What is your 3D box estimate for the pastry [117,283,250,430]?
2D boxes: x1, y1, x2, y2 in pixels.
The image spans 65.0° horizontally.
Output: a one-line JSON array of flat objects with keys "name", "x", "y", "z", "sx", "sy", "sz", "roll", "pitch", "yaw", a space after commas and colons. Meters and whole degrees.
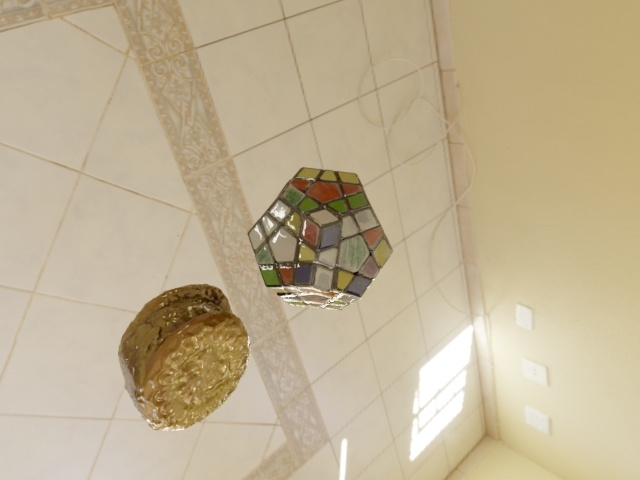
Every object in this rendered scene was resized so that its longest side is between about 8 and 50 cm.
[{"name": "pastry", "x": -0.100, "y": 0.088, "z": 0.380, "sx": 0.109, "sy": 0.057, "sz": 0.097, "roll": -57, "pitch": 138, "yaw": -4}]

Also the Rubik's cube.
[{"name": "Rubik's cube", "x": 0.000, "y": 0.000, "z": 0.378, "sx": 0.093, "sy": 0.111, "sz": 0.111, "roll": -9, "pitch": 109, "yaw": -57}]
